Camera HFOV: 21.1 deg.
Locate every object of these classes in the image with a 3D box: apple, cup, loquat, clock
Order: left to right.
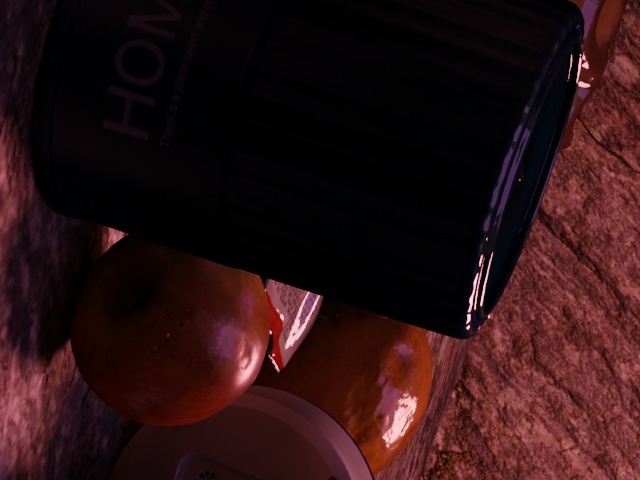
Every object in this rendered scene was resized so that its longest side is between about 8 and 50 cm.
[{"bbox_3d":[-0.103,0.062,1.218,0.146,0.146,0.146,19,90,-78],"label":"apple"},{"bbox_3d":[-0.068,0.239,1.446,0.083,0.230,0.230,-2,111,-73],"label":"clock"},{"bbox_3d":[0.016,0.151,1.772,0.238,0.193,0.238,-54,157,-36],"label":"loquat"},{"bbox_3d":[0.012,-0.111,1.112,0.242,0.292,0.308,77,36,-68],"label":"cup"}]

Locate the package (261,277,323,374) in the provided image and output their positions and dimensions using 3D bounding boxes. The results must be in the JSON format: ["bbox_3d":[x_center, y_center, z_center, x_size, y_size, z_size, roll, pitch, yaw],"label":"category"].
[{"bbox_3d":[0.000,0.000,1.621,0.232,0.040,0.166,-57,157,-27],"label":"package"}]

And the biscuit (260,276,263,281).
[{"bbox_3d":[-0.040,0.001,1.639,0.181,0.049,0.208,-38,143,-66],"label":"biscuit"}]

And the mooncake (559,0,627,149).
[{"bbox_3d":[0.230,-0.303,1.923,0.393,0.246,0.394,-36,140,-59],"label":"mooncake"}]
